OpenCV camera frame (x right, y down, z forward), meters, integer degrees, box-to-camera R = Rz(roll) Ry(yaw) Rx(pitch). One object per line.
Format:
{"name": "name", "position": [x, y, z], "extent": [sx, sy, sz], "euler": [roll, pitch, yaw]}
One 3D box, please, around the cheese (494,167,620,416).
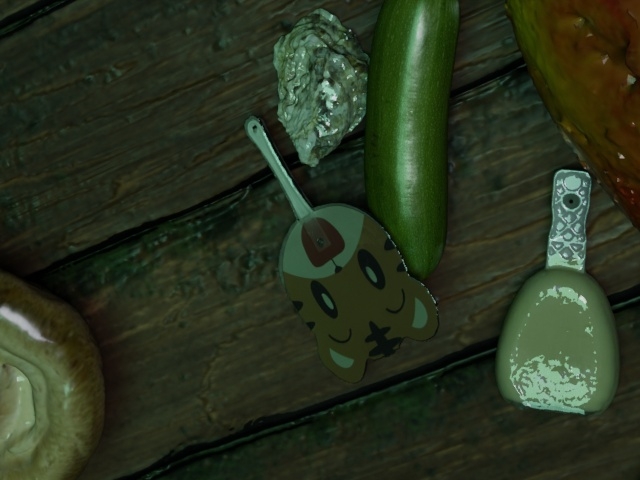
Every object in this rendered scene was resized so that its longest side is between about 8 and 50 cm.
{"name": "cheese", "position": [0.187, 0.040, 1.027], "extent": [0.097, 0.037, 0.192], "euler": [6, 106, 14]}

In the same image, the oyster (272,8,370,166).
{"name": "oyster", "position": [-0.007, -0.123, 1.033], "extent": [0.098, 0.037, 0.100], "euler": [-45, 71, 7]}

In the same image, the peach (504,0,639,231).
{"name": "peach", "position": [0.293, -0.137, 0.840], "extent": [0.339, 0.353, 0.416], "euler": [-12, 142, 26]}

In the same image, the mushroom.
{"name": "mushroom", "position": [-0.310, 0.134, 1.145], "extent": [0.278, 0.146, 0.278], "euler": [3, 111, 7]}

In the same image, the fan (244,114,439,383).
{"name": "fan", "position": [0.000, 0.000, 1.062], "extent": [0.152, 0.008, 0.227], "euler": [-35, 85, 49]}

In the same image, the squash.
{"name": "squash", "position": [0.068, -0.094, 1.013], "extent": [0.069, 0.069, 0.258], "euler": [6, 107, 15]}
